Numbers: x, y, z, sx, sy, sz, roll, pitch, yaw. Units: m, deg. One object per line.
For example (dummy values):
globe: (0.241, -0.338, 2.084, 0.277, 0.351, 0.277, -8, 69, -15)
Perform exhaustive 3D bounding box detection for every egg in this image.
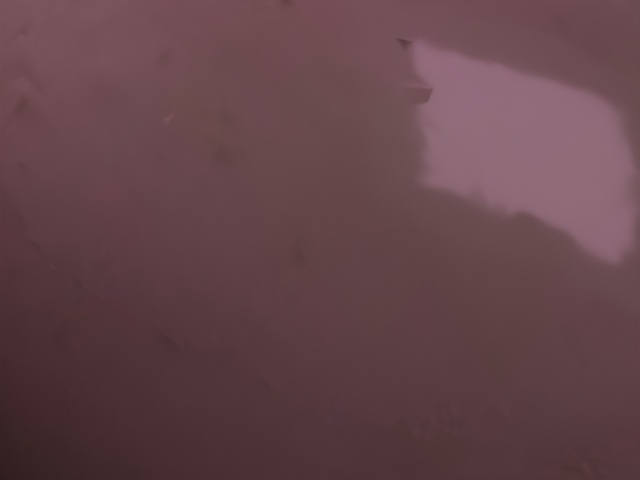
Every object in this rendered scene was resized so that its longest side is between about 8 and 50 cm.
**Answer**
egg: (0.000, 0.000, 0.505, 0.345, 0.283, 0.283, 29, 42, -6)
